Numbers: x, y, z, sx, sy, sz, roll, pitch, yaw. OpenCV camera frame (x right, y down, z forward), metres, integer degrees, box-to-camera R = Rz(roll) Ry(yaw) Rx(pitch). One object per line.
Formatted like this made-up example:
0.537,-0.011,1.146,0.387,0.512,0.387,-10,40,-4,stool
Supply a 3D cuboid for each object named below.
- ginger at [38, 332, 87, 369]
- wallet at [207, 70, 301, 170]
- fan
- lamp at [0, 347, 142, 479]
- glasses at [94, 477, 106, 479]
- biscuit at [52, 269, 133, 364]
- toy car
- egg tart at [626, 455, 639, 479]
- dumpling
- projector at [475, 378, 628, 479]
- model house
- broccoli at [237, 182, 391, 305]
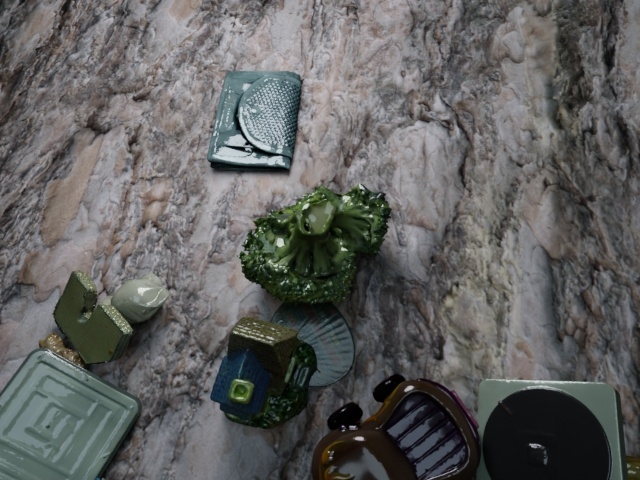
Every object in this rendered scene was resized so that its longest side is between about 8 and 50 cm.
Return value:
-0.596,0.321,1.102,0.137,0.074,0.214,6,61,-9,ginger
-0.184,-0.358,1.387,0.236,0.075,0.343,4,65,3,wallet
-0.044,0.267,1.112,0.223,0.012,0.294,30,71,15,fan
-0.563,0.402,1.018,0.269,0.047,0.267,33,68,-10,lamp
-0.374,0.578,0.942,0.206,0.102,0.239,-16,64,-2,glasses
-0.532,0.192,1.119,0.249,0.046,0.147,36,106,29,biscuit
0.142,0.404,0.901,0.340,0.240,0.271,-34,68,-5,toy car
0.597,0.544,0.874,0.290,0.107,0.291,-3,61,5,egg tart
-0.440,0.134,1.170,0.169,0.100,0.134,-30,29,27,dumpling
0.433,0.403,0.917,0.257,0.079,0.259,-11,59,39,projector
-0.122,0.281,1.004,0.194,0.189,0.214,17,68,13,model house
0.004,0.018,1.089,0.374,0.302,0.250,-21,103,-10,broccoli
